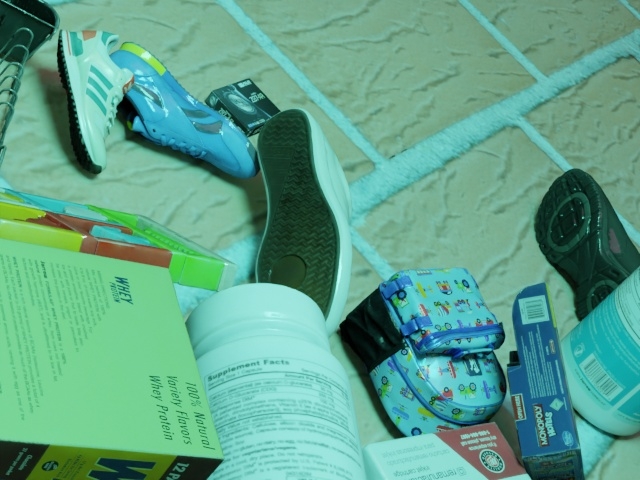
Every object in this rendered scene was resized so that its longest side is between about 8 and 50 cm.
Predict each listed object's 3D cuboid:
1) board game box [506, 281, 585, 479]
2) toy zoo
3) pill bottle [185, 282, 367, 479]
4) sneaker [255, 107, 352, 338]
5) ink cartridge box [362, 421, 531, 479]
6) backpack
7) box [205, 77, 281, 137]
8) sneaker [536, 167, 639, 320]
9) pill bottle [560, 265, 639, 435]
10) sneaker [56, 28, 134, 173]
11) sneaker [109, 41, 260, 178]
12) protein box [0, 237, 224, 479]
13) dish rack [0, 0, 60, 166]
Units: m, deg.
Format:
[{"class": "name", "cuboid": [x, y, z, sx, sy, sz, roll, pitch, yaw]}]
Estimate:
[{"class": "board game box", "cuboid": [0.233, 0.178, 1.438, 0.194, 0.060, 0.194, 70, 13, -52]}, {"class": "toy zoo", "cuboid": [-0.243, -0.013, 1.231, 0.293, 0.030, 0.192, 12, 7, -37]}, {"class": "pill bottle", "cuboid": [-0.044, 0.183, 1.179, 0.160, 0.160, 0.283, 21, 38, -27]}, {"class": "sneaker", "cuboid": [0.000, 0.000, 1.491, 0.123, 0.105, 0.290, 48, 33, -50]}, {"class": "ink cartridge box", "cuboid": [0.138, 0.315, 1.248, 0.197, 0.114, 0.273, -1, 52, -47]}, {"class": "backpack", "cuboid": [0.125, 0.128, 1.454, 0.158, 0.117, 0.173, 4, 51, -41]}, {"class": "box", "cuboid": [-0.090, -0.158, 1.657, 0.067, 0.018, 0.083, 48, 34, 10]}, {"class": "sneaker", "cuboid": [0.381, 0.032, 1.850, 0.130, 0.109, 0.286, 21, 44, -43]}, {"class": "pill bottle", "cuboid": [0.406, 0.102, 1.625, 0.146, 0.264, 0.146, 26, 36, -21]}, {"class": "sneaker", "cuboid": [-0.225, -0.148, 1.432, 0.075, 0.057, 0.161, -8, 70, -18]}, {"class": "sneaker", "cuboid": [-0.161, -0.123, 1.518, 0.209, 0.069, 0.082, 40, 62, -14]}, {"class": "protein box", "cuboid": [-0.215, 0.122, 1.101, 0.201, 0.136, 0.200, 11, 42, -36]}, {"class": "dish rack", "cuboid": [-0.376, -0.177, 1.346, 0.208, 0.074, 0.272, 25, 36, -21]}]
